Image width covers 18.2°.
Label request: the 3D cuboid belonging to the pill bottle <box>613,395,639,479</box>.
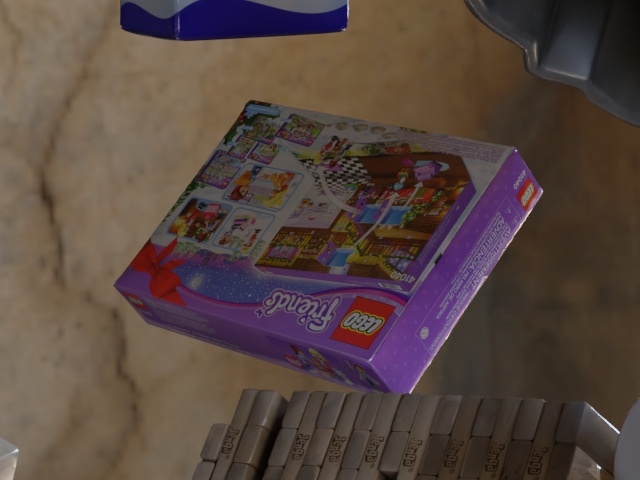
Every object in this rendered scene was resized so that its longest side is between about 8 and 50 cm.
[{"bbox_3d":[0.252,0.133,1.076,0.180,0.108,0.108,16,-11,-29],"label":"pill bottle"}]

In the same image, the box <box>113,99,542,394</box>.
[{"bbox_3d":[0.000,0.000,1.523,0.293,0.201,0.057,14,-29,45],"label":"box"}]

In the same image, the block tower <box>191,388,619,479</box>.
[{"bbox_3d":[0.066,0.161,1.338,0.335,0.091,0.097,-1,-31,41],"label":"block tower"}]

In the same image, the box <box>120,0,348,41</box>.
[{"bbox_3d":[-0.049,-0.191,1.181,0.126,0.137,0.072,-7,15,-34],"label":"box"}]

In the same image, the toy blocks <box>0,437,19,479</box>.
[{"bbox_3d":[-0.333,0.120,0.905,0.261,0.190,0.381,25,23,23],"label":"toy blocks"}]

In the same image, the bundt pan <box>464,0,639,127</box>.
[{"bbox_3d":[0.222,-0.149,0.795,0.331,0.124,0.331,10,-22,4],"label":"bundt pan"}]
